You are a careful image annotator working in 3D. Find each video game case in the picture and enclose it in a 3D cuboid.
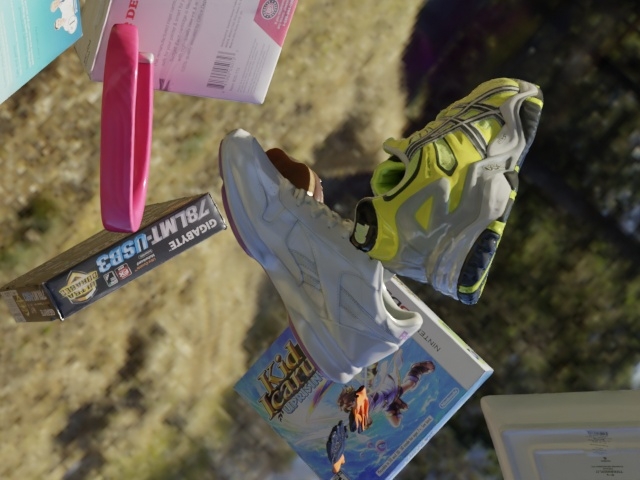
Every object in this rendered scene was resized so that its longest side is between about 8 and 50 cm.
[{"bbox_3d":[0.055,0.190,1.855,0.269,0.244,0.061,-48,163,7],"label":"video game case"}]

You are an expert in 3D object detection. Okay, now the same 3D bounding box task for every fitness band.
[{"bbox_3d":[-0.264,-0.151,1.855,0.209,0.054,0.291,-92,-174,-62],"label":"fitness band"}]

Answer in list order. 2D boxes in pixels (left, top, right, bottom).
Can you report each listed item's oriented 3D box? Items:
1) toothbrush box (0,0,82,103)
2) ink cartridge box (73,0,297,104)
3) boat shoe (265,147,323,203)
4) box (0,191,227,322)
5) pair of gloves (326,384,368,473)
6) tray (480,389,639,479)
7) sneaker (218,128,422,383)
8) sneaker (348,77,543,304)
[{"bbox_3d":[-0.368,-0.180,1.129,0.295,0.216,0.126,-55,152,-48],"label":"toothbrush box"},{"bbox_3d":[-0.197,-0.330,1.988,0.283,0.117,0.207,5,121,-29],"label":"ink cartridge box"},{"bbox_3d":[-0.028,-0.056,1.664,0.073,0.073,0.207,-43,-157,7],"label":"boat shoe"},{"bbox_3d":[-0.325,0.028,2.089,0.295,0.073,0.293,-32,-168,-24],"label":"box"},{"bbox_3d":[0.030,0.202,1.456,0.083,0.010,0.074,-52,151,-34],"label":"pair of gloves"},{"bbox_3d":[0.289,0.218,1.338,0.270,0.145,0.030,-8,-163,35],"label":"tray"},{"bbox_3d":[0.000,0.000,1.471,0.152,0.305,0.114,-28,-165,12],"label":"sneaker"},{"bbox_3d":[0.138,-0.086,1.425,0.384,0.147,0.145,-62,169,-59],"label":"sneaker"}]
